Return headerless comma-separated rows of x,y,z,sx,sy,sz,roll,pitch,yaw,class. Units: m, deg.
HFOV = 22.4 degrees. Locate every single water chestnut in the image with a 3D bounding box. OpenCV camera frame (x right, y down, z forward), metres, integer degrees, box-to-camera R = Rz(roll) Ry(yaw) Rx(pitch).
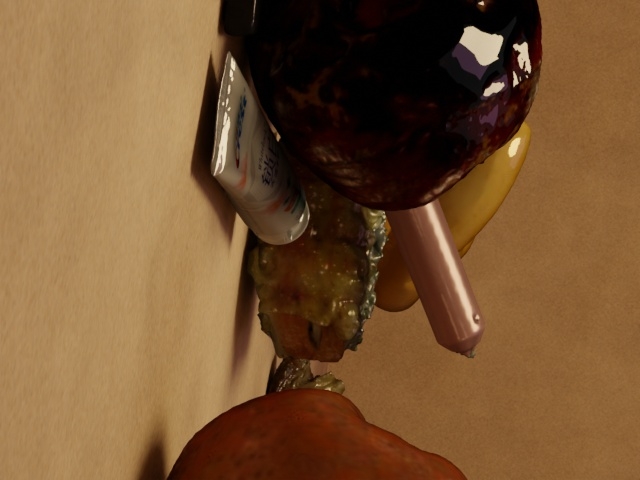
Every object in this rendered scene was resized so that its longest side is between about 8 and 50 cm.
0.067,-0.174,1.438,0.244,0.289,0.289,109,-9,-69,water chestnut

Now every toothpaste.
-0.060,-0.063,1.408,0.323,0.066,0.100,62,35,-75,toothpaste

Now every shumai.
-0.033,0.229,2.194,0.139,0.105,0.123,-54,170,-19,shumai

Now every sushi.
0.000,0.000,1.761,0.184,0.139,0.274,81,17,-70,sushi

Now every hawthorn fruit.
-0.024,0.274,1.247,0.298,0.277,0.277,-39,146,-41,hawthorn fruit

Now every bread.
0.095,-0.081,2.050,0.424,0.245,0.329,120,-23,-57,bread

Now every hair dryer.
0.103,-0.047,1.676,0.210,0.125,0.352,-21,91,-47,hair dryer

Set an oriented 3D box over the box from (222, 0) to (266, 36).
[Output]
-0.058,-0.231,1.335,0.125,0.027,0.126,-72,168,-83,box
